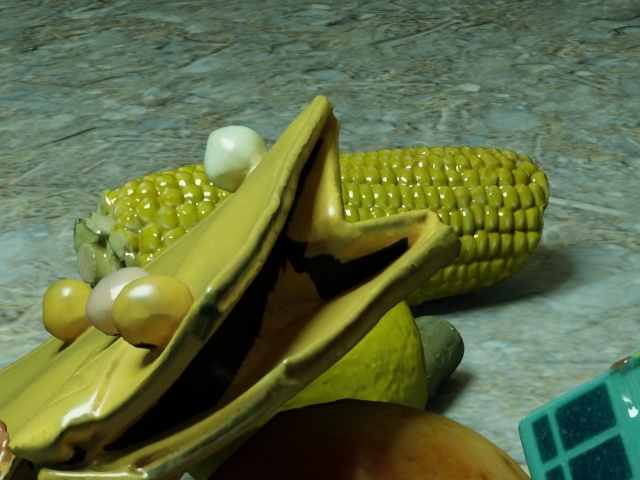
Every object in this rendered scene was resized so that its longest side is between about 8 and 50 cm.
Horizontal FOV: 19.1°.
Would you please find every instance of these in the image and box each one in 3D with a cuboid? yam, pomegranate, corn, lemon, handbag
[{"bbox_3d":[0.061,0.097,1.351,0.054,0.054,0.132,7,23,20],"label":"yam"},{"bbox_3d":[0.015,0.179,0.927,0.209,0.209,0.209,-1,20,0],"label":"pomegranate"},{"bbox_3d":[0.000,0.000,1.503,0.387,0.144,0.144,-4,20,-18],"label":"corn"},{"bbox_3d":[-0.021,0.086,1.211,0.178,0.178,0.203,-14,36,-32],"label":"lemon"},{"bbox_3d":[-0.134,0.096,0.977,0.401,0.133,0.283,-35,10,27],"label":"handbag"}]

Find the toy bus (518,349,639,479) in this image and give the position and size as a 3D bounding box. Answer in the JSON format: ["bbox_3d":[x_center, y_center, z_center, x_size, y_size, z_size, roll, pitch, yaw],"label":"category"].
[{"bbox_3d":[0.189,0.177,0.839,0.147,0.256,0.128,-32,-37,29],"label":"toy bus"}]
